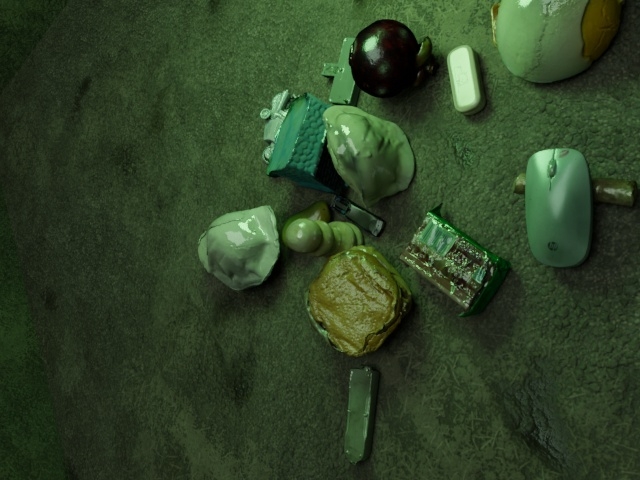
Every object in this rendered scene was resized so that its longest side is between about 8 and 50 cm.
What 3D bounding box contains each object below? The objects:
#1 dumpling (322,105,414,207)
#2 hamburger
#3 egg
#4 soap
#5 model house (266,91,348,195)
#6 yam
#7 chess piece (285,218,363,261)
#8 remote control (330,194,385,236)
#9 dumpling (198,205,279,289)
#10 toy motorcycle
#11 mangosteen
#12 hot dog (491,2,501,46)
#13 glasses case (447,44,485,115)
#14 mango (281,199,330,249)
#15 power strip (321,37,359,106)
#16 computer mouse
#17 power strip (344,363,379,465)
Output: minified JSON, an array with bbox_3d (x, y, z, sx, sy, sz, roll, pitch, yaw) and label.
[{"bbox_3d":[0.146,-0.267,1.977,0.242,0.187,0.318,-22,89,-9],"label":"dumpling"},{"bbox_3d":[0.105,0.178,1.960,0.318,0.158,0.319,-2,87,32],"label":"hamburger"},{"bbox_3d":[0.574,-0.578,1.702,0.337,0.201,0.337,-7,76,29],"label":"egg"},{"bbox_3d":[0.354,0.051,1.834,0.273,0.098,0.218,40,106,35],"label":"soap"},{"bbox_3d":[-0.005,-0.289,2.130,0.226,0.241,0.261,-11,60,69],"label":"model house"},{"bbox_3d":[0.619,-0.127,1.683,0.299,0.066,0.066,9,87,38],"label":"yam"},{"bbox_3d":[0.000,0.000,2.016,0.142,0.261,0.143,-5,82,37],"label":"chess piece"},{"bbox_3d":[0.111,-0.078,2.090,0.212,0.028,0.059,33,101,37],"label":"remote control"},{"bbox_3d":[-0.270,0.034,2.280,0.341,0.181,0.260,-16,81,12],"label":"dumpling"},{"bbox_3d":[-0.108,-0.371,2.276,0.170,0.110,0.260,4,77,22],"label":"toy motorcycle"},{"bbox_3d":[0.214,-0.523,1.996,0.265,0.228,0.228,7,85,-3],"label":"mangosteen"},{"bbox_3d":[0.499,-0.589,1.880,0.056,0.041,0.133,-7,85,37],"label":"hot dog"},{"bbox_3d":[0.406,-0.447,1.914,0.083,0.050,0.196,-19,71,36],"label":"glasses case"},{"bbox_3d":[-0.043,-0.039,2.167,0.191,0.085,0.122,-34,60,30],"label":"mango"},{"bbox_3d":[0.068,-0.540,2.188,0.145,0.061,0.216,14,90,38],"label":"power strip"},{"bbox_3d":[0.565,-0.073,1.642,0.159,0.097,0.288,3,107,42],"label":"computer mouse"},{"bbox_3d":[0.117,0.499,1.967,0.080,0.048,0.286,1,82,40],"label":"power strip"}]
